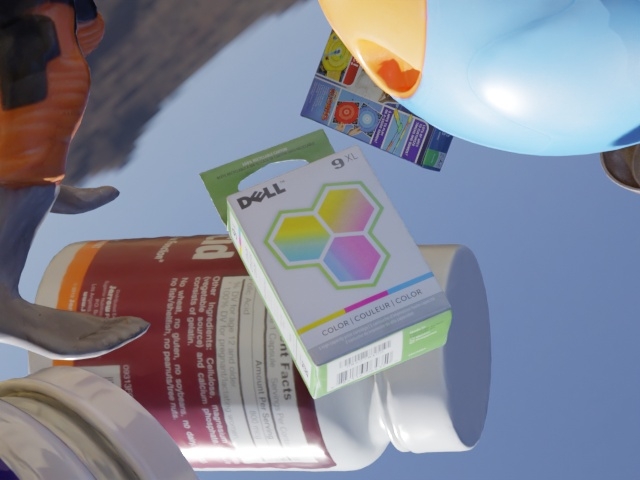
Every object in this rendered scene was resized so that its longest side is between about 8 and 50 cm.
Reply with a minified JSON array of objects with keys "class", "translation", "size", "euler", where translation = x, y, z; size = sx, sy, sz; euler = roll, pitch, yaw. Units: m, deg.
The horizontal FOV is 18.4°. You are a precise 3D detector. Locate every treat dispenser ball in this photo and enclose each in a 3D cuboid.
[{"class":"treat dispenser ball","translation":[0.130,-0.189,1.081],"size":[0.288,0.288,0.288],"euler":[-39,-169,9]}]

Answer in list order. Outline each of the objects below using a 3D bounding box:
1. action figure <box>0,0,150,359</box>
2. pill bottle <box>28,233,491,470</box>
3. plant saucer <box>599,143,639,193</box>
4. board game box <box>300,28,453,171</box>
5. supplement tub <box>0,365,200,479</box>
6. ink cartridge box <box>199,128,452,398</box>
[{"class":"action figure","translation":[-0.146,-0.120,0.687],"size":[0.178,0.330,0.341],"euler":[-9,-161,8]},{"class":"pill bottle","translation":[-0.052,0.103,1.840],"size":[0.392,0.224,0.224],"euler":[-2,-155,17]},{"class":"plant saucer","translation":[0.273,-0.081,1.352],"size":[0.168,0.029,0.168],"euler":[-26,-152,16]},{"class":"board game box","translation":[0.077,-0.176,1.697],"size":[0.035,0.136,0.201],"euler":[10,103,-58]},{"class":"supplement tub","translation":[-0.226,0.217,0.975],"size":[0.331,0.241,0.241],"euler":[-26,179,-38]},{"class":"ink cartridge box","translation":[0.000,0.000,1.446],"size":[0.109,0.209,0.062],"euler":[-22,154,-13]}]
